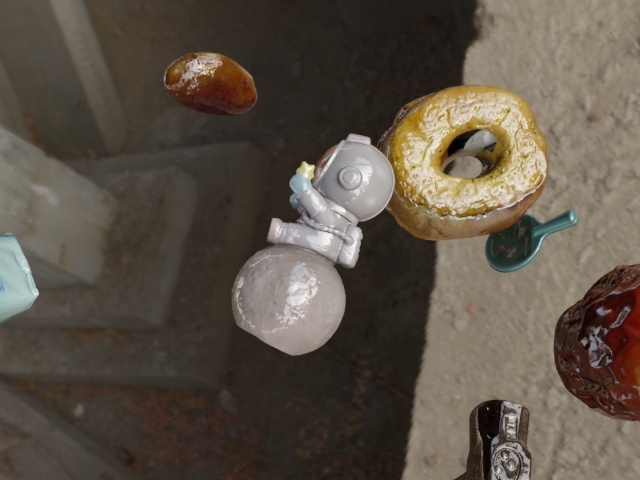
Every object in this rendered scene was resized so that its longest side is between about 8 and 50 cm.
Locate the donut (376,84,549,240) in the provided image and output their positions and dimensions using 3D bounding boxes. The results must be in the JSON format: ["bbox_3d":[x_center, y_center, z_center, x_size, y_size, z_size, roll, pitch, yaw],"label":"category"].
[{"bbox_3d":[0.259,-0.142,1.894,0.299,0.150,0.317,39,79,-1],"label":"donut"}]

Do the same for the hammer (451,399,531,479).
[{"bbox_3d":[0.248,0.448,1.849,0.409,0.095,0.243,126,154,-60],"label":"hammer"}]

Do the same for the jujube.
[{"bbox_3d":[0.341,0.109,1.104,0.174,0.174,0.250,-60,7,-3],"label":"jujube"}]

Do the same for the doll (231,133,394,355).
[{"bbox_3d":[0.000,0.000,1.310,0.151,0.151,0.287,25,86,41],"label":"doll"}]

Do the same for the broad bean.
[{"bbox_3d":[-0.185,-0.262,1.750,0.114,0.165,0.084,-50,46,19],"label":"broad bean"}]

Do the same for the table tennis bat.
[{"bbox_3d":[0.400,-0.009,1.986,0.201,0.033,0.124,-26,47,34],"label":"table tennis bat"}]

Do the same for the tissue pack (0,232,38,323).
[{"bbox_3d":[-0.377,0.064,0.822,0.177,0.263,0.089,-29,81,24],"label":"tissue pack"}]
